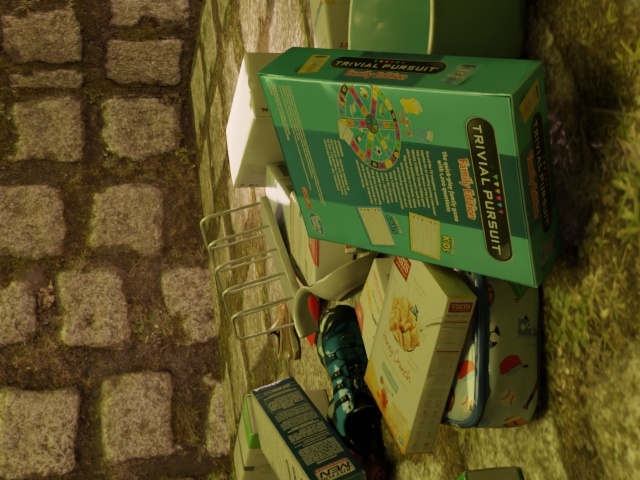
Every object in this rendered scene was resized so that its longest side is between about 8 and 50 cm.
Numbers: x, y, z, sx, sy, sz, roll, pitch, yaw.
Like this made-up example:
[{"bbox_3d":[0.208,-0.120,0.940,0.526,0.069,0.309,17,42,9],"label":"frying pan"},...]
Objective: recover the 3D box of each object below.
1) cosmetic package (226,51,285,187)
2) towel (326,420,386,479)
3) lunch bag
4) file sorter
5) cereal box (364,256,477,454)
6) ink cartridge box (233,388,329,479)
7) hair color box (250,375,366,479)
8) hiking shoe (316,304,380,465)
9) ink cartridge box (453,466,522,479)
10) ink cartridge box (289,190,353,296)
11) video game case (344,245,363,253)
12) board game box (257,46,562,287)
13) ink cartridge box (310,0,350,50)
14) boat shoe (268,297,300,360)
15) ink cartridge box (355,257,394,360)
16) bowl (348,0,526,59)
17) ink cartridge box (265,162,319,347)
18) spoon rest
[{"bbox_3d":[-0.141,-0.301,2.211,0.365,0.155,0.196,122,143,-63],"label":"cosmetic package"},{"bbox_3d":[0.035,0.518,1.806,0.329,0.037,0.236,25,116,60],"label":"towel"},{"bbox_3d":[0.189,0.128,1.189,0.303,0.115,0.243,168,101,-73],"label":"lunch bag"},{"bbox_3d":[-0.163,0.075,2.049,0.192,0.173,0.277,90,161,-64],"label":"file sorter"},{"bbox_3d":[0.125,0.133,1.129,0.173,0.048,0.240,-120,36,-60],"label":"cereal box"},{"bbox_3d":[-0.096,0.483,2.076,0.272,0.199,0.114,106,157,-46],"label":"ink cartridge box"},{"bbox_3d":[-0.024,0.442,1.724,0.347,0.105,0.173,-136,33,-56],"label":"hair color box"},{"bbox_3d":[0.071,0.272,1.662,0.132,0.113,0.303,-149,48,-62],"label":"hiking shoe"},{"bbox_3d":[0.214,0.416,1.178,0.208,0.087,0.153,115,149,-56],"label":"ink cartridge box"},{"bbox_3d":[0.000,0.000,1.859,0.218,0.092,0.158,-124,31,-59],"label":"ink cartridge box"},{"bbox_3d":[0.048,-0.116,1.642,0.204,0.025,0.285,12,-110,-84],"label":"video game case"},{"bbox_3d":[0.106,-0.095,1.028,0.336,0.079,0.253,12,134,35],"label":"board game box"},{"bbox_3d":[0.068,-0.384,1.461,0.093,0.155,0.212,132,133,-68],"label":"ink cartridge box"},{"bbox_3d":[-0.105,0.236,2.308,0.068,0.072,0.190,105,157,-46],"label":"boat shoe"},{"bbox_3d":[0.122,0.108,1.496,0.198,0.067,0.115,106,156,-47],"label":"ink cartridge box"},{"bbox_3d":[0.159,-0.282,1.139,0.311,0.163,0.311,177,90,-74],"label":"bowl"},{"bbox_3d":[-0.077,0.032,2.153,0.308,0.091,0.384,-124,36,-62],"label":"ink cartridge box"},{"bbox_3d":[0.015,0.098,1.697,0.084,0.137,0.276,57,140,15],"label":"spoon rest"}]
